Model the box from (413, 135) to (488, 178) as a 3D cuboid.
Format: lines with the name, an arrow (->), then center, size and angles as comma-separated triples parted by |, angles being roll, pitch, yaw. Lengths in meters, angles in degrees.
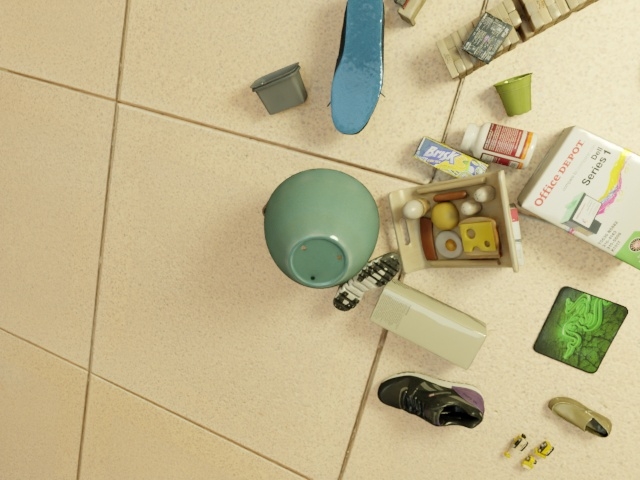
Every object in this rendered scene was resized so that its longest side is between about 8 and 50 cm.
box -> 0.315, -0.194, 1.083 | 0.169, 0.054, 0.059 | 28, 109, 13

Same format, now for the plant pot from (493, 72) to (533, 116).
plant pot -> 0.440, -0.324, 1.004 | 0.084, 0.083, 0.079 | -13, 108, 22

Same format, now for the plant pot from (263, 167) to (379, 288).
plant pot -> 0.000, 0.000, 1.047 | 0.291, 0.195, 0.289 | 1, 118, 2

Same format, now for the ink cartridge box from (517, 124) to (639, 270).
ink cartridge box -> 0.607, -0.096, 0.963 | 0.278, 0.117, 0.201 | 31, 109, 12

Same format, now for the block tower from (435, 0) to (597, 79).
block tower -> 0.426, -0.475, 0.967 | 0.336, 0.097, 0.090 | -26, 91, 21

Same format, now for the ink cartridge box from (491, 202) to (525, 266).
ink cartridge box -> 0.439, -0.013, 1.050 | 0.056, 0.099, 0.135 | -8, 97, 21

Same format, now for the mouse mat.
mouse mat -> 0.625, 0.217, 1.081 | 0.153, 0.007, 0.189 | 21, 106, 15

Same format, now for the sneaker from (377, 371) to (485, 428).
sneaker -> 0.283, 0.426, 1.182 | 0.284, 0.124, 0.107 | -1, 100, 20

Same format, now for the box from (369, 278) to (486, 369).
box -> 0.277, 0.210, 1.157 | 0.275, 0.094, 0.113 | 27, 109, 13

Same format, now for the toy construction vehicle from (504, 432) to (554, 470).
toy construction vehicle -> 0.542, 0.546, 1.166 | 0.086, 0.035, 0.098 | 26, 111, 2

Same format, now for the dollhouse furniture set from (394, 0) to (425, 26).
dollhouse furniture set -> 0.201, -0.613, 0.998 | 0.129, 0.129, 0.183 | 37, 110, 10

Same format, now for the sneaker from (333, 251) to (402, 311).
sneaker -> 0.120, 0.088, 1.179 | 0.078, 0.106, 0.234 | 35, 124, -17

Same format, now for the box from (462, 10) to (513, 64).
box -> 0.351, -0.426, 0.942 | 0.067, 0.018, 0.083 | 34, 110, 9

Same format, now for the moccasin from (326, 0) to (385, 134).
moccasin -> 0.105, -0.426, 1.084 | 0.138, 0.117, 0.341 | 13, 100, 4

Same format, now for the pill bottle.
pill bottle -> 0.407, -0.222, 1.027 | 0.152, 0.086, 0.085 | 19, 107, 15

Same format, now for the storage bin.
storage bin -> -0.101, -0.397, 1.179 | 0.135, 0.098, 0.091 | -13, 124, 21

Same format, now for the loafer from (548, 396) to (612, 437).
loafer -> 0.639, 0.433, 1.095 | 0.148, 0.050, 0.056 | 19, 106, 15

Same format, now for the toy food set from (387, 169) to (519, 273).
toy food set -> 0.302, -0.029, 1.046 | 0.306, 0.093, 0.219 | -5, 100, 51

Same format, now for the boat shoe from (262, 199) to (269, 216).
boat shoe -> -0.009, -0.044, 1.196 | 0.325, 0.116, 0.122 | 12, 105, 17
